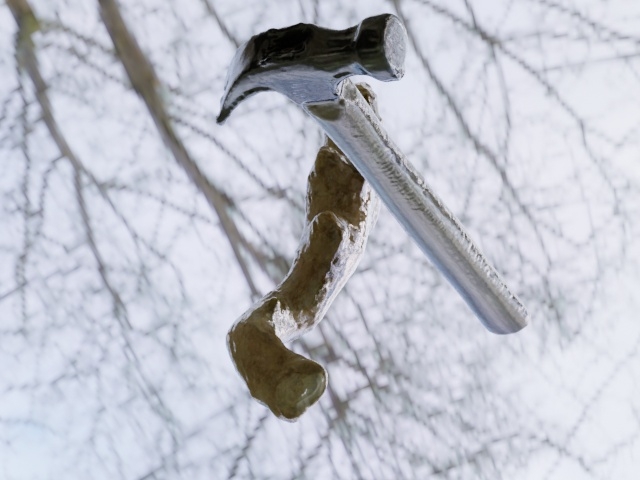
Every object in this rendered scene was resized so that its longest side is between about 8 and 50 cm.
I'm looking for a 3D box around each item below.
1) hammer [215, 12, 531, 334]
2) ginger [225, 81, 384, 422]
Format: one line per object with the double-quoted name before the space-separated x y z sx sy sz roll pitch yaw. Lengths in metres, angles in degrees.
"hammer" 0.025 -0.012 0.604 0.062 0.182 0.017 -4 -119 24
"ginger" 0.000 0.000 1.306 0.075 0.089 0.288 10 -135 12
